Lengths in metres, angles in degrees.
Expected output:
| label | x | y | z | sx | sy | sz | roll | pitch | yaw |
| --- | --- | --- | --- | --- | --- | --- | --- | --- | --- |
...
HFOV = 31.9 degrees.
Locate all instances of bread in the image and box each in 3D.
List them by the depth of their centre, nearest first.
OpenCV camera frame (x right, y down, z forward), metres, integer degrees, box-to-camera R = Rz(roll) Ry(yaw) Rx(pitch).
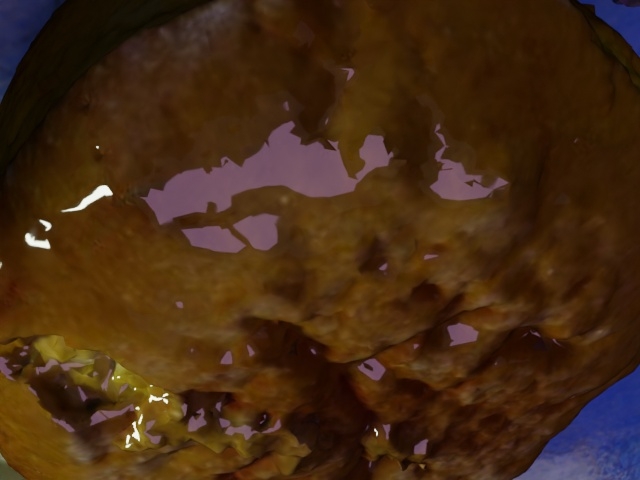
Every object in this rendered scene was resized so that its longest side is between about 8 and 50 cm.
| label | x | y | z | sx | sy | sz | roll | pitch | yaw |
| --- | --- | --- | --- | --- | --- | --- | --- | --- | --- |
| bread | -0.005 | 0.003 | 0.473 | 0.312 | 0.172 | 0.312 | -10 | 136 | -10 |

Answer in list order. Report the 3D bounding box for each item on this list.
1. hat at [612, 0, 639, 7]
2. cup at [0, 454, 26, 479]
| label | x | y | z | sx | sy | sz | roll | pitch | yaw |
| --- | --- | --- | --- | --- | --- | --- | --- | --- | --- |
| hat | 0.108 | -0.166 | 0.448 | 0.140 | 0.129 | 0.227 | -55 | 144 | 4 |
| cup | -0.198 | 0.160 | 0.543 | 0.202 | 0.173 | 0.255 | -8 | 130 | -15 |
